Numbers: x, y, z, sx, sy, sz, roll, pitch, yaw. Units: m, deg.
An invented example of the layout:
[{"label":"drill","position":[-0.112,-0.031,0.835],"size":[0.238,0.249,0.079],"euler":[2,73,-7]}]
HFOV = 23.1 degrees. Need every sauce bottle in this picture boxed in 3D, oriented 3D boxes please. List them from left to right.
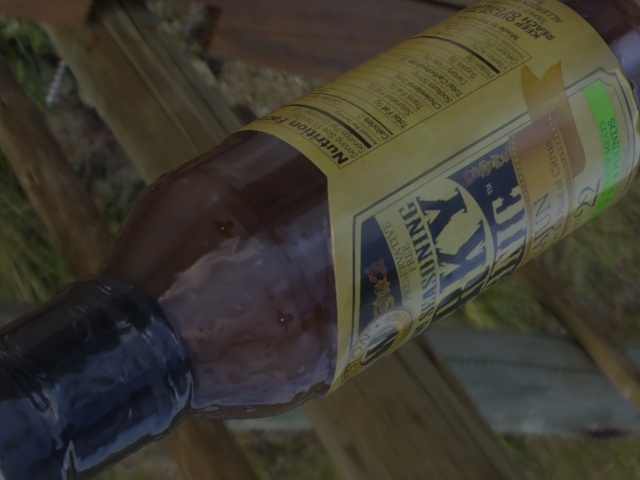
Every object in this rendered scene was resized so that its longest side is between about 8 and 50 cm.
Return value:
[{"label":"sauce bottle","position":[0.000,0.000,0.628],"size":[0.344,0.111,0.111],"euler":[-32,136,-29]}]
